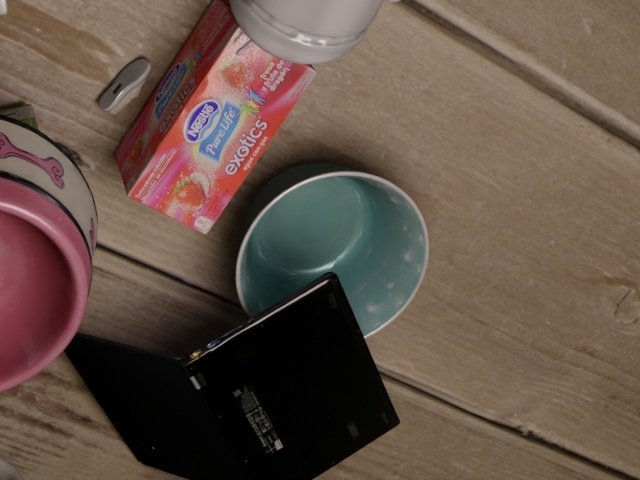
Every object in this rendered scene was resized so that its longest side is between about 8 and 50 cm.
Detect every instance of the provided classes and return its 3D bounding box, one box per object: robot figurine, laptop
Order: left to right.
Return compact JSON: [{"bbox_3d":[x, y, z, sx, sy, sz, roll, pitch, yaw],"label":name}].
[{"bbox_3d":[-0.143,0.218,2.125,0.408,0.236,0.382,-31,134,-8],"label":"laptop"},{"bbox_3d":[0.003,-0.373,1.735,0.300,0.200,0.353,3,138,-28],"label":"robot figurine"}]

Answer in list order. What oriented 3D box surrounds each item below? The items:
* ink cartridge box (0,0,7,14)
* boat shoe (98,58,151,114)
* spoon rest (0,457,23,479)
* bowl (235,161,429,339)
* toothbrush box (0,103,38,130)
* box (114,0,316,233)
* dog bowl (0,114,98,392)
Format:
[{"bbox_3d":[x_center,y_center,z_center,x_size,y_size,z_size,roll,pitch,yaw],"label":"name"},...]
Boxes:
[{"bbox_3d":[-0.568,-0.401,1.717,0.307,0.129,0.223,-7,119,-15],"label":"ink cartridge box"},{"bbox_3d":[-0.281,-0.224,1.969,0.100,0.035,0.035,-48,148,6],"label":"boat shoe"},{"bbox_3d":[-0.614,0.353,2.157,0.276,0.084,0.137,25,107,-14],"label":"spoon rest"},{"bbox_3d":[0.000,0.000,2.105,0.311,0.163,0.311,-8,120,-14],"label":"bowl"},{"bbox_3d":[-0.516,-0.063,1.866,0.283,0.206,0.122,-14,130,-10],"label":"toothbrush box"},{"bbox_3d":[-0.160,-0.185,1.959,0.142,0.154,0.300,27,108,-28],"label":"box"},{"bbox_3d":[-0.479,0.040,1.726,0.408,0.150,0.408,-10,129,-13],"label":"dog bowl"}]
